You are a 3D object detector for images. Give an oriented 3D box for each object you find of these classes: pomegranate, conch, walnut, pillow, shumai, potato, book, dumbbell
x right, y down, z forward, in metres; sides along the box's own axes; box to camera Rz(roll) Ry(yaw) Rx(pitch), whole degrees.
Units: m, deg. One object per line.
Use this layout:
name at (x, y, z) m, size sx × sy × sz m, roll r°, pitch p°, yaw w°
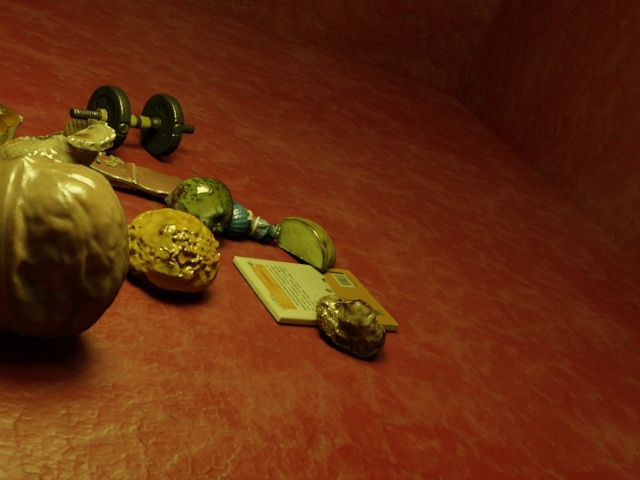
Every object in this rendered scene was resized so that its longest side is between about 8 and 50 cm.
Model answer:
pomegranate at (-0.249, -0.058, 1.849) m, size 0.138 × 0.163 × 0.125 m, roll -19°, pitch 86°, yaw -41°
conch at (-0.485, -0.154, 1.692) m, size 0.163 × 0.245 × 0.178 m, roll 61°, pitch 5°, yaw -53°
walnut at (-0.396, 0.006, 1.293) m, size 0.273 × 0.273 × 0.227 m, roll 33°, pitch 33°, yaw 18°
pillow at (-0.393, -0.136, 1.936) m, size 0.233 × 0.043 × 0.126 m, roll 16°, pitch 20°, yaw -23°
shumai at (0.070, 0.148, 1.718) m, size 0.139 × 0.105 × 0.123 m, roll 55°, pitch 35°, yaw -8°
potato at (0.000, 0.000, 1.982) m, size 0.149 × 0.081 × 0.120 m, roll 30°, pitch 21°, yaw 38°
book at (-0.008, 0.106, 1.839) m, size 0.295 × 0.020 × 0.208 m, roll 8°, pitch 28°, yaw -38°
dumbbell at (-0.414, -0.266, 2.073) m, size 0.325 × 0.143 × 0.143 m, roll 2°, pitch 32°, yaw -46°

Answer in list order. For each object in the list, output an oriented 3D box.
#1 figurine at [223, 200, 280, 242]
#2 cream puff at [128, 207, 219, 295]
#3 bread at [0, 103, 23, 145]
figurine at (-0.153, -0.028, 1.942) m, size 0.136 × 0.077 × 0.079 m, roll 33°, pitch 52°, yaw -26°
cream puff at (-0.261, 0.012, 1.629) m, size 0.189 × 0.129 × 0.189 m, roll 20°, pitch 21°, yaw -8°
bread at (-0.678, -0.217, 1.713) m, size 0.210 × 0.109 × 0.192 m, roll 23°, pitch 22°, yaw -7°
